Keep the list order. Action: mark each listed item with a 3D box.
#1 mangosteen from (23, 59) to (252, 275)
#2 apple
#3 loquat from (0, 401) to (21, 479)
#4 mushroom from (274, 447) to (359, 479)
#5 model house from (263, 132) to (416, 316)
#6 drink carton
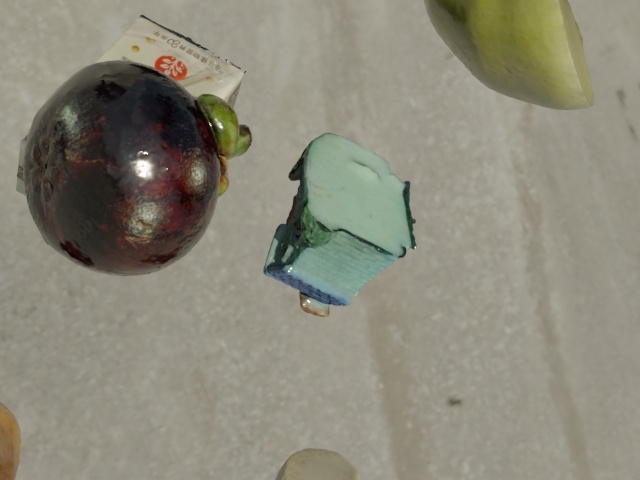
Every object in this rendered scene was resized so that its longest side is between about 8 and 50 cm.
[{"bbox_3d":[-0.182,-0.069,1.149,0.216,0.216,0.216,49,26,-33],"label":"mangosteen"},{"bbox_3d":[0.267,-0.358,1.531,0.320,0.311,0.360,33,6,20],"label":"apple"},{"bbox_3d":[-0.472,0.253,1.375,0.238,0.238,0.193,35,48,-50],"label":"loquat"},{"bbox_3d":[-0.036,0.410,1.476,0.128,0.128,0.350,49,51,-32],"label":"mushroom"},{"bbox_3d":[0.000,0.000,1.092,0.119,0.148,0.148,21,37,-24],"label":"model house"},{"bbox_3d":[-0.274,-0.162,1.723,0.194,0.132,0.324,28,50,5],"label":"drink carton"}]
